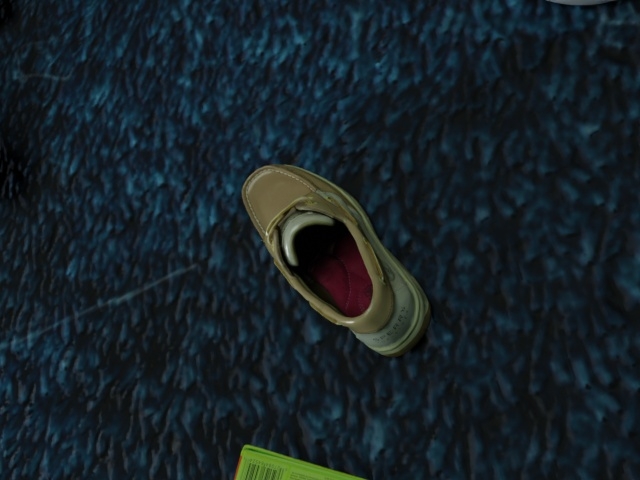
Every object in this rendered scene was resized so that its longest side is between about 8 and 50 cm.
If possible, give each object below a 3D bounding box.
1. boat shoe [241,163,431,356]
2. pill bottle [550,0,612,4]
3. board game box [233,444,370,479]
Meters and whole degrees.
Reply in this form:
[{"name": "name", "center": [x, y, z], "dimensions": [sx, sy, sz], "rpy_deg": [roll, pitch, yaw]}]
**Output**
[{"name": "boat shoe", "center": [0.000, 0.000, 0.523], "dimensions": [0.050, 0.045, 0.135], "rpy_deg": [-52, 51, 6]}, {"name": "pill bottle", "center": [0.085, -0.197, 0.443], "dimensions": [0.119, 0.208, 0.119], "rpy_deg": [-14, 63, 30]}, {"name": "board game box", "center": [0.036, 0.149, 0.436], "dimensions": [0.181, 0.043, 0.092], "rpy_deg": [7, 75, 37]}]
